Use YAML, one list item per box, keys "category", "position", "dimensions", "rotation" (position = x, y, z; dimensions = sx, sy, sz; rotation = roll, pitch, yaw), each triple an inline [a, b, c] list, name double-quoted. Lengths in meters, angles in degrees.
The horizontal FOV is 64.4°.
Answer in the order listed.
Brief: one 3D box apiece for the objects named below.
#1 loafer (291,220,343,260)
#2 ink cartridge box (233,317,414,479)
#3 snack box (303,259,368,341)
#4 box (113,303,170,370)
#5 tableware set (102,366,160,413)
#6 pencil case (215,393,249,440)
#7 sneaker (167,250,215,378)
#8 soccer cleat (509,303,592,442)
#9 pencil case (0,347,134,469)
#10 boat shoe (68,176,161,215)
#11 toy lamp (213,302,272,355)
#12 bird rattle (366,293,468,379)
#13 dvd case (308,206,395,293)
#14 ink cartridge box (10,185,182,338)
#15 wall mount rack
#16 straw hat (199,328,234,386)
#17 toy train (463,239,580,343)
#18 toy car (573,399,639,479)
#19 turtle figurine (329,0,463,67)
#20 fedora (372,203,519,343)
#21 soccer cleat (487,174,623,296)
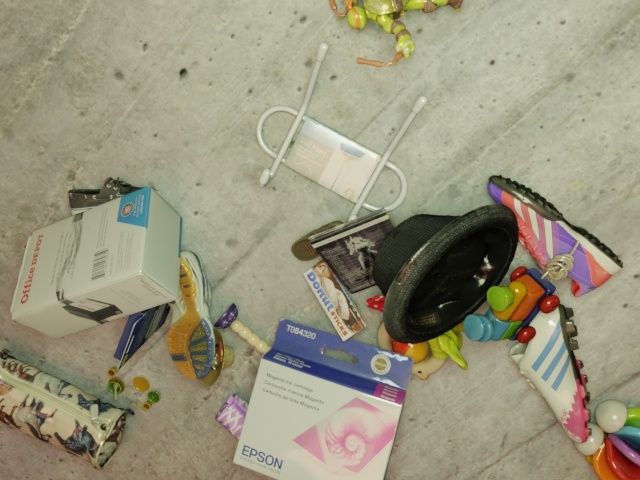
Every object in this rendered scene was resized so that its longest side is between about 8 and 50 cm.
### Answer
- category: "loafer"
  position: [0.000, 0.000, 1.121]
  dimensions: [0.148, 0.050, 0.056]
  rotation: [-25, 99, 32]
- category: "ink cartridge box"
  position: [0.005, 0.371, 1.101]
  dimensions: [0.324, 0.071, 0.330]
  rotation: [14, 88, 15]
- category: "snack box"
  position: [0.032, 0.131, 1.133]
  dimensions: [0.064, 0.022, 0.178]
  rotation: [-38, 73, 19]
- category: "box"
  position: [-0.396, 0.181, 1.148]
  dimensions: [0.036, 0.225, 0.136]
  rotation: [26, 110, -1]
- category: "tableware set"
  position: [-0.501, 0.393, 1.342]
  dimensions: [0.154, 0.024, 0.104]
  rotation: [41, 109, -5]
- category: "pencil case"
  position: [-0.165, 0.474, 1.277]
  dimensions: [0.206, 0.086, 0.088]
  rotation: [38, 144, -5]
- category: "sneaker"
  position: [-0.285, 0.166, 1.172]
  dimensions: [0.112, 0.131, 0.296]
  rotation: [-3, 100, 10]
- category: "soccer cleat"
  position: [0.498, 0.286, 1.109]
  dimensions: [0.143, 0.116, 0.331]
  rotation: [-10, 104, 29]
- category: "pencil case"
  position: [-0.702, 0.428, 1.312]
  dimensions: [0.410, 0.160, 0.183]
  rotation: [26, 127, 1]
- category: "boat shoe"
  position: [-0.473, -0.105, 1.153]
  dimensions: [0.228, 0.080, 0.076]
  rotation: [-6, 108, 19]
- category: "toy lamp"
  position: [-0.128, 0.265, 1.212]
  dimensions: [0.274, 0.080, 0.080]
  rotation: [41, 109, -2]
- category: "bird rattle"
  position: [0.203, 0.213, 1.119]
  dimensions: [0.253, 0.143, 0.207]
  rotation: [26, 126, 3]
- category: "dvd case"
  position: [0.096, 0.028, 1.065]
  dimensions: [0.164, 0.018, 0.221]
  rotation: [-22, 139, 15]
- category: "ink cartridge box"
  position: [-0.459, 0.049, 1.067]
  dimensions: [0.307, 0.223, 0.129]
  rotation: [-18, 143, 12]
- category: "wall mount rack"
  position: [0.038, -0.195, 1.007]
  dimensions: [0.350, 0.130, 0.304]
  rotation: [28, 110, -1]
- category: "straw hat"
  position: [-0.244, 0.285, 1.242]
  dimensions: [0.061, 0.144, 0.144]
  rotation: [10, 116, -39]
- category: "toy train"
  position: [0.380, 0.097, 0.973]
  dimensions: [0.143, 0.105, 0.248]
  rotation: [-5, 131, -33]
- category: "toy car"
  position: [0.665, 0.454, 1.109]
  dimensions: [0.159, 0.136, 0.182]
  rotation: [32, 110, -1]
- category: "turtle figurine"
  position: [0.126, -0.432, 0.904]
  dimensions: [0.217, 0.269, 0.087]
  rotation: [-25, 147, -5]
- category: "fedora"
  position: [0.221, 0.039, 0.987]
  dimensions: [0.152, 0.334, 0.334]
  rotation: [42, 116, 40]
- category: "soccer cleat"
  position: [0.445, -0.008, 1.017]
  dimensions: [0.318, 0.108, 0.116]
  rotation: [35, 114, -6]
